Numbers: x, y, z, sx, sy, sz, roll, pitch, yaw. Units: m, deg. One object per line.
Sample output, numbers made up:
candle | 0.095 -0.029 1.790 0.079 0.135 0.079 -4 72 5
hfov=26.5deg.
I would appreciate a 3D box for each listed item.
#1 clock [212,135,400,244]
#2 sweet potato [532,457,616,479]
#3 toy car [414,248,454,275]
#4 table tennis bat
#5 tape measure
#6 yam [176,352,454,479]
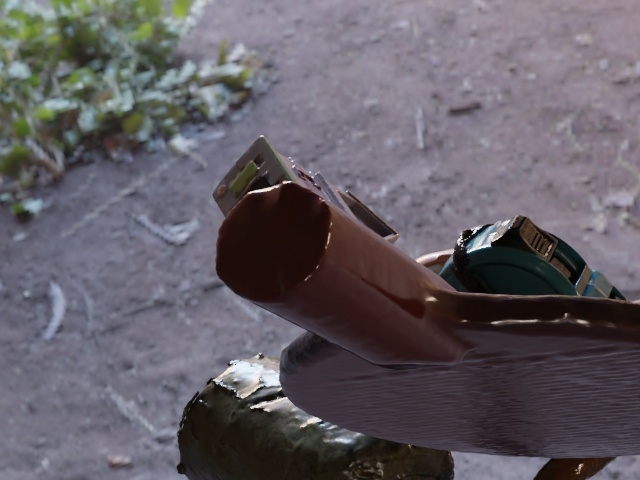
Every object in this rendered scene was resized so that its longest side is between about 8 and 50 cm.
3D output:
clock | 0.000 0.000 2.270 0.166 0.310 0.235 -49 41 15
sweet potato | 0.357 0.241 1.703 0.314 0.072 0.066 -33 1 -15
toy car | 0.187 0.127 1.842 0.213 0.180 0.270 4 63 11
table tennis bat | 0.087 0.064 0.695 0.268 0.415 0.051 -10 67 31
tape measure | 0.148 0.056 1.027 0.146 0.125 0.081 43 36 -1
yam | -0.003 0.242 1.498 0.300 0.195 0.195 17 47 43
